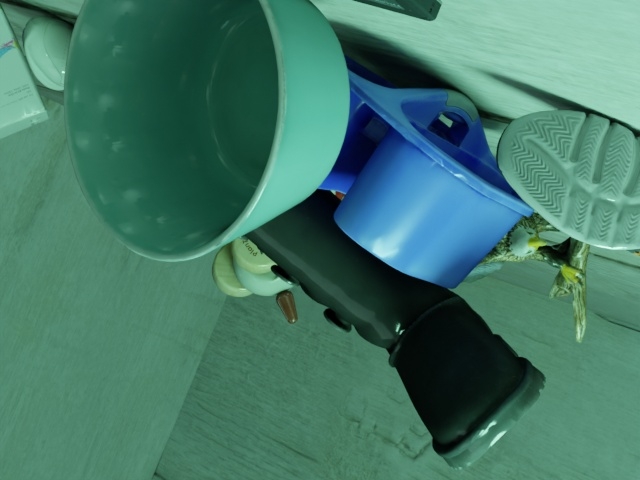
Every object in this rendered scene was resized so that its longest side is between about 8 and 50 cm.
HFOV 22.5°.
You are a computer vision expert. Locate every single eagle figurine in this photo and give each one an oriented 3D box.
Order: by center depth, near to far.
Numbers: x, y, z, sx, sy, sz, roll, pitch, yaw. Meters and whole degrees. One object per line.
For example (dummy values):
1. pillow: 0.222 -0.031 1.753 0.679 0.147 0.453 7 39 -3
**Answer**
1. eagle figurine: 0.217 -0.004 2.088 0.298 0.226 0.225 4 150 -15

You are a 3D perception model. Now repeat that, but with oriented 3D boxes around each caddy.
1. caddy: 0.101 -0.090 1.763 0.241 0.179 0.341 45 -169 25

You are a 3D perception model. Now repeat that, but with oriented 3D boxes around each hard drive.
1. hard drive: 0.032 -0.222 1.325 0.094 0.022 0.135 21 177 30

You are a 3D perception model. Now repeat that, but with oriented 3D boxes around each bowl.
1. bowl: -0.092 -0.138 1.559 0.311 0.312 0.163 19 -164 40

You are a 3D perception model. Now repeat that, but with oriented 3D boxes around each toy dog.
1. toy dog: 0.000 0.000 2.400 0.161 0.333 0.220 55 180 6

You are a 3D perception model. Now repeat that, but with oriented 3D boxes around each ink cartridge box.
1. ink cartridge box: -0.497 -0.271 2.456 0.212 0.093 0.154 65 173 -3

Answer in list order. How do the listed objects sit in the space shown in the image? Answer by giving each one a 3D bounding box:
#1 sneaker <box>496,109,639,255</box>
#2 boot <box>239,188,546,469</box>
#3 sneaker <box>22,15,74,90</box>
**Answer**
1. sneaker: 0.313 -0.035 1.647 0.321 0.125 0.180 23 176 -7
2. boot: 0.035 0.039 1.816 0.445 0.146 0.367 45 -178 -4
3. sneaker: -0.335 -0.275 2.526 0.152 0.114 0.305 -12 152 33
